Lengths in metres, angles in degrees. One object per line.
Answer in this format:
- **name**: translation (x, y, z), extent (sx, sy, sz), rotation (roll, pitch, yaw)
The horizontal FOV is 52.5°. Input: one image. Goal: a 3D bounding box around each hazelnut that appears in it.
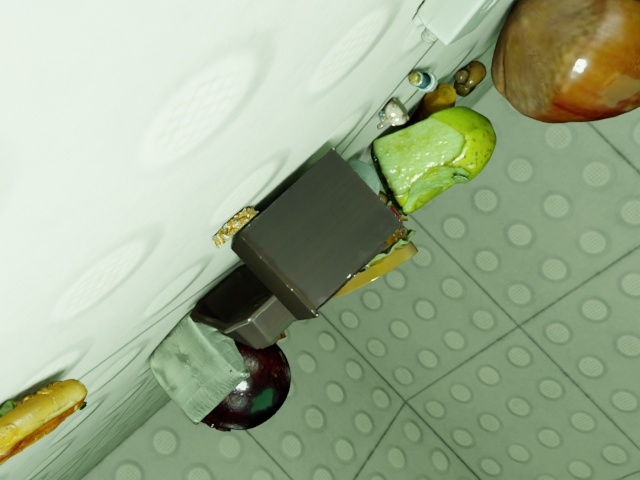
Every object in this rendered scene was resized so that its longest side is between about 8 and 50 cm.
- **hazelnut**: translation (0.540, -0.390, 1.343), extent (0.372, 0.372, 0.315), rotation (-36, 144, -64)

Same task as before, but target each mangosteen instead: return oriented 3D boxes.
- **mangosteen**: translation (-0.219, 0.319, 1.698), extent (0.307, 0.307, 0.347), rotation (120, -12, -77)

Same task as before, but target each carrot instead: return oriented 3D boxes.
- **carrot**: translation (0.235, -0.275, 1.486), extent (0.070, 0.070, 0.260), rotation (-43, 177, -20)

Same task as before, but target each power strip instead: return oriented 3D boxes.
- **power strip**: translation (0.211, -0.329, 0.686), extent (0.098, 0.058, 0.338), rotation (-41, 176, -45)

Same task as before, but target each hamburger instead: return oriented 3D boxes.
- **hamburger**: translation (0.077, -0.010, 1.535), extent (0.274, 0.212, 0.274), rotation (-29, -179, 1)

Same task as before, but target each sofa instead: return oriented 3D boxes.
- **sofa**: translation (-0.216, 0.229, 1.379), extent (0.210, 0.176, 0.225), rotation (-46, 175, 27)

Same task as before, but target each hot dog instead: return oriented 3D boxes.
- **hot dog**: translation (0.358, -0.393, 1.578), extent (0.090, 0.060, 0.140), rotation (-52, 178, 40)
- **hot dog**: translation (-0.339, 0.206, 0.753), extent (0.072, 0.055, 0.188), rotation (-42, 177, 16)

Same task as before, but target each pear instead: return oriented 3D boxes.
- **pear**: translation (0.261, -0.176, 1.425), extent (0.255, 0.164, 0.238), rotation (-24, 170, 13)

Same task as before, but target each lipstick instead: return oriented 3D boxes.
- **lipstick**: translation (0.166, -0.268, 1.084), extent (0.037, 0.037, 0.116), rotation (-46, 171, 23)

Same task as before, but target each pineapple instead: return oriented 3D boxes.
- **pineapple**: translation (-0.115, -0.024, 0.897), extent (0.083, 0.019, 0.045), rotation (-43, -178, -29)

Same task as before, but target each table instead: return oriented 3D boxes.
- **table**: translation (-0.006, -0.001, 1.008), extent (0.193, 0.172, 0.169), rotation (-44, -178, -14)

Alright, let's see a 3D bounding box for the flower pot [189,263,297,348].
- **flower pot**: translation (-0.121, 0.121, 1.187), extent (0.179, 0.084, 0.251), rotation (-43, -159, -22)

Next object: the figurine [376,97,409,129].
- **figurine**: translation (0.122, -0.217, 1.126), extent (0.050, 0.047, 0.083), rotation (-30, -172, 19)

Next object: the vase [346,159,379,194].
- **vase**: translation (0.019, -0.075, 1.216), extent (0.219, 0.096, 0.096), rotation (-35, 171, -50)
